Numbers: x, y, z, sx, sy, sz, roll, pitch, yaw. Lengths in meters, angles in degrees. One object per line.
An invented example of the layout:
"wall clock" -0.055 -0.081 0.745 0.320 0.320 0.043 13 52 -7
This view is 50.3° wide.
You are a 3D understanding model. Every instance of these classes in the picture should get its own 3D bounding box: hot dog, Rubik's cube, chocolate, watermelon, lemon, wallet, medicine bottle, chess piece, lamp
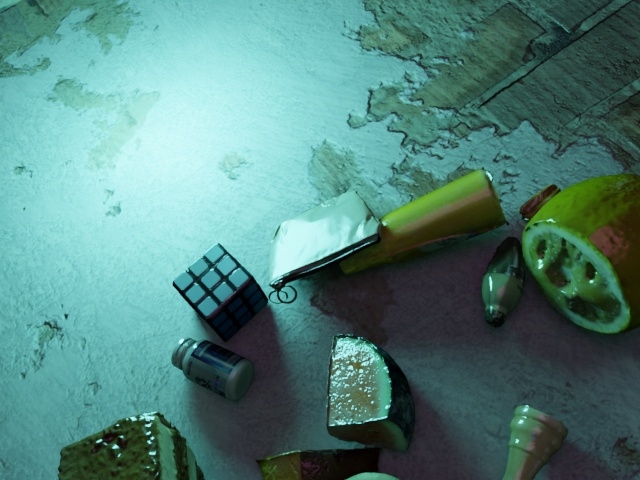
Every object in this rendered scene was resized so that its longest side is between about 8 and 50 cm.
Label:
"hot dog" 0.573 -0.094 1.770 0.133 0.041 0.056 -38 61 -1
"Rubik's cube" -0.252 0.134 1.743 0.160 0.162 0.163 -43 62 -12
"chocolate" 0.251 -0.024 1.745 0.445 0.162 0.162 -25 60 8
"watermelon" 0.090 0.337 1.557 0.226 0.148 0.318 -29 55 -14
"lemon" 0.666 0.009 1.528 0.363 0.364 0.365 -5 62 9
"wallet" -0.001 -0.001 1.763 0.335 0.068 0.275 -27 39 13
"medicine bottle" -0.268 0.311 1.683 0.191 0.107 0.107 20 68 21
"chess piece" 0.393 0.551 1.426 0.117 0.117 0.397 22 71 21
"lamp" 0.447 0.096 1.658 0.101 0.101 0.250 14 62 18

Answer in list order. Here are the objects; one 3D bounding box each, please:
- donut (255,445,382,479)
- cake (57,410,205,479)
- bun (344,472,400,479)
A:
"donut" -0.006 0.517 1.504 0.294 0.151 0.113 -10 71 5
"cake" -0.388 0.561 1.435 0.255 0.290 0.282 -25 39 1
"bun" 0.084 0.599 1.414 0.287 0.146 0.288 -1 104 -4
